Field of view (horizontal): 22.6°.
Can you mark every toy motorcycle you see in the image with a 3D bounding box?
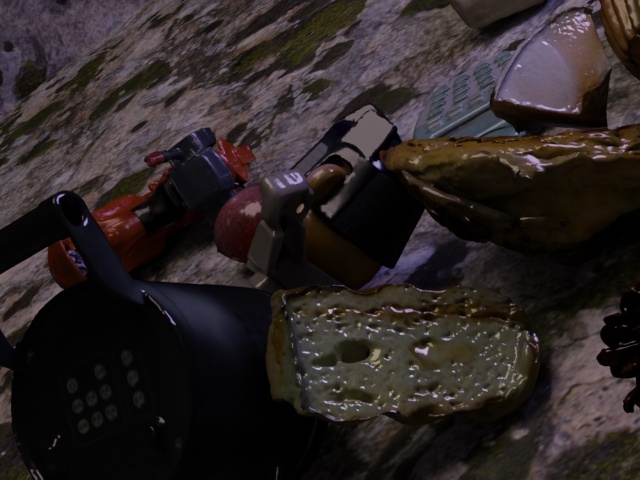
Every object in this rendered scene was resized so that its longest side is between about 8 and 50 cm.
[{"bbox_3d":[-0.237,-0.024,2.101,0.326,0.147,0.221,-34,-1,20],"label":"toy motorcycle"}]

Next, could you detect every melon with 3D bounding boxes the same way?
[{"bbox_3d":[0.246,-0.160,1.554,0.093,0.202,0.139,20,96,30],"label":"melon"}]

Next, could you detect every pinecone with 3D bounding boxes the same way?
[{"bbox_3d":[0.269,0.087,1.168,0.140,0.140,0.120,-18,56,37],"label":"pinecone"}]

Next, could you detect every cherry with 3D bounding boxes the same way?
[{"bbox_3d":[-0.032,-0.039,1.897,0.226,0.090,0.107,-26,17,18],"label":"cherry"}]

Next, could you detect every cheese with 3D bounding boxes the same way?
[{"bbox_3d":[0.249,-0.376,2.173,0.159,0.093,0.263,-24,23,18],"label":"cheese"}]

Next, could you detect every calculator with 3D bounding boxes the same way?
[{"bbox_3d":[0.191,-0.146,1.860,0.184,0.042,0.295,-30,20,14],"label":"calculator"}]

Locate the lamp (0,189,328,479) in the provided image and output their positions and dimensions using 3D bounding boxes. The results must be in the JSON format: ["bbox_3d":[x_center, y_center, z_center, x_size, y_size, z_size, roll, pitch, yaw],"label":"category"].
[{"bbox_3d":[-0.128,0.128,1.416,0.205,0.374,0.272,-28,0,29],"label":"lamp"}]

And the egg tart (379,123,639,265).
[{"bbox_3d":[0.199,-0.047,1.493,0.297,0.132,0.297,1,7,0],"label":"egg tart"}]

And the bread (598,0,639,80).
[{"bbox_3d":[0.369,-0.202,1.476,0.240,0.240,0.139,-14,45,42],"label":"bread"}]

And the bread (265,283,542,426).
[{"bbox_3d":[0.071,0.102,1.359,0.232,0.088,0.128,-1,57,-12],"label":"bread"}]

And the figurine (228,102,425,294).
[{"bbox_3d":[0.003,0.002,1.620,0.308,0.143,0.308,-49,-5,-6],"label":"figurine"}]
